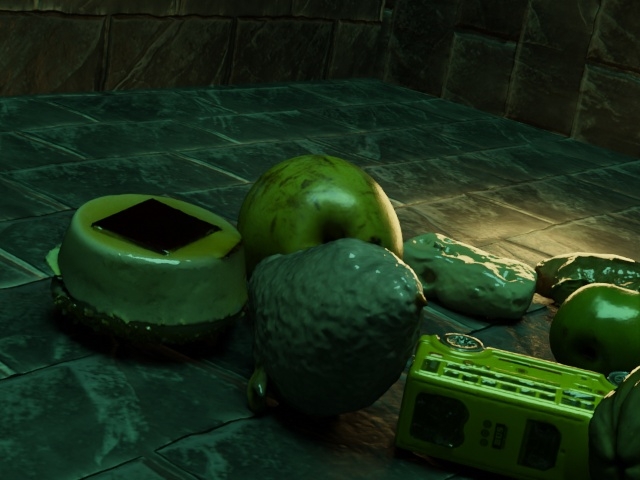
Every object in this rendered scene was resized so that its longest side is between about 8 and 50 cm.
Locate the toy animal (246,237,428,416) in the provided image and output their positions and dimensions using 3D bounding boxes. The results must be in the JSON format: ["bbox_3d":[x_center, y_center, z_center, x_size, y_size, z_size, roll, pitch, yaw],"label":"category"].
[{"bbox_3d":[0.021,0.116,1.535,0.188,0.226,0.358,8,-12,-28],"label":"toy animal"}]

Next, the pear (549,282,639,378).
[{"bbox_3d":[0.455,0.137,1.829,0.180,0.166,0.216,5,26,35],"label":"pear"}]

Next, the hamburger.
[{"bbox_3d":[-0.245,0.050,1.727,0.302,0.170,0.302,11,22,-4],"label":"hamburger"}]

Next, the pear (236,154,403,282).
[{"bbox_3d":[0.000,0.000,1.849,0.281,0.280,0.281,9,18,-3],"label":"pear"}]

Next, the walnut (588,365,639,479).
[{"bbox_3d":[0.432,0.254,1.332,0.283,0.283,0.227,-1,-6,-31],"label":"walnut"}]

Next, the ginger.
[{"bbox_3d":[0.492,0.077,2.120,0.219,0.123,0.270,-12,28,-44],"label":"ginger"}]

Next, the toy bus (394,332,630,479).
[{"bbox_3d":[0.267,0.228,1.495,0.330,0.144,0.152,13,17,11],"label":"toy bus"}]

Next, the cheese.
[{"bbox_3d":[0.257,0.062,2.094,0.263,0.093,0.159,21,22,29],"label":"cheese"}]
